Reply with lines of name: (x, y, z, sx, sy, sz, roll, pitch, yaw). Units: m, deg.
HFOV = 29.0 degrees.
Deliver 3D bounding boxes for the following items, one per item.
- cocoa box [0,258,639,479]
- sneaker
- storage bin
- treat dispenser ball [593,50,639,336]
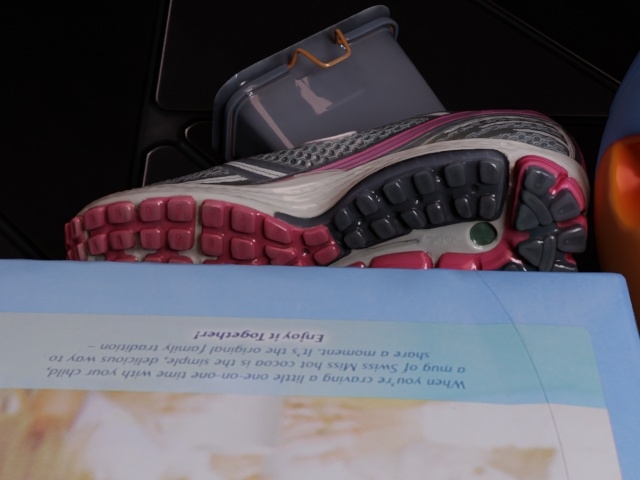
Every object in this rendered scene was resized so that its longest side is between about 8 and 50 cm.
cocoa box: (-0.065, 0.158, 0.418, 0.347, 0.228, 0.231, 1, 38, 1)
sneaker: (0.000, 0.000, 0.685, 0.299, 0.121, 0.112, -7, 26, 17)
storage bin: (0.014, -0.074, 0.773, 0.135, 0.098, 0.091, -30, 67, -22)
treat dispenser ball: (0.277, -0.016, 0.592, 0.288, 0.288, 0.288, 0, 51, 0)
